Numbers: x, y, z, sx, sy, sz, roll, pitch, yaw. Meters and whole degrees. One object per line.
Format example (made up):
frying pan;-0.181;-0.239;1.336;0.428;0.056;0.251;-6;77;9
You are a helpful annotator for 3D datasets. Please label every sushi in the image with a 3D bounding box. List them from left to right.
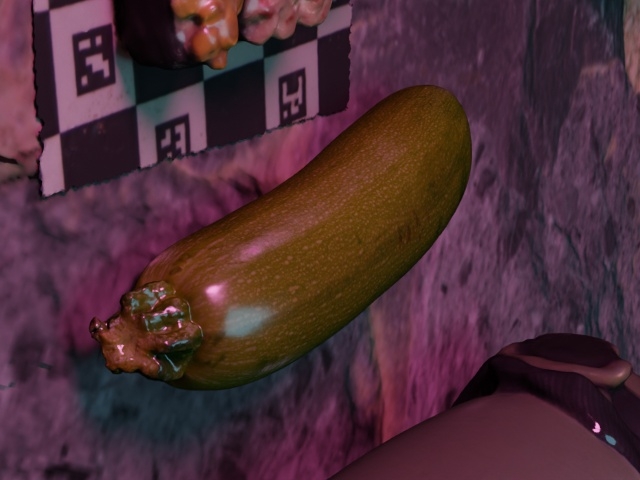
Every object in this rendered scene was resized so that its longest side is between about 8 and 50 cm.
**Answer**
sushi;-0.019;-0.126;0.564;0.215;0.050;0.192;-23;119;-56

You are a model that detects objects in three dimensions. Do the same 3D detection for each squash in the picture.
squash;0.000;0.000;0.622;0.258;0.069;0.069;-39;131;-48

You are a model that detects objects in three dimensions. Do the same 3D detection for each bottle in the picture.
bottle;0.081;0.157;0.721;0.347;0.168;0.168;-29;123;-58
